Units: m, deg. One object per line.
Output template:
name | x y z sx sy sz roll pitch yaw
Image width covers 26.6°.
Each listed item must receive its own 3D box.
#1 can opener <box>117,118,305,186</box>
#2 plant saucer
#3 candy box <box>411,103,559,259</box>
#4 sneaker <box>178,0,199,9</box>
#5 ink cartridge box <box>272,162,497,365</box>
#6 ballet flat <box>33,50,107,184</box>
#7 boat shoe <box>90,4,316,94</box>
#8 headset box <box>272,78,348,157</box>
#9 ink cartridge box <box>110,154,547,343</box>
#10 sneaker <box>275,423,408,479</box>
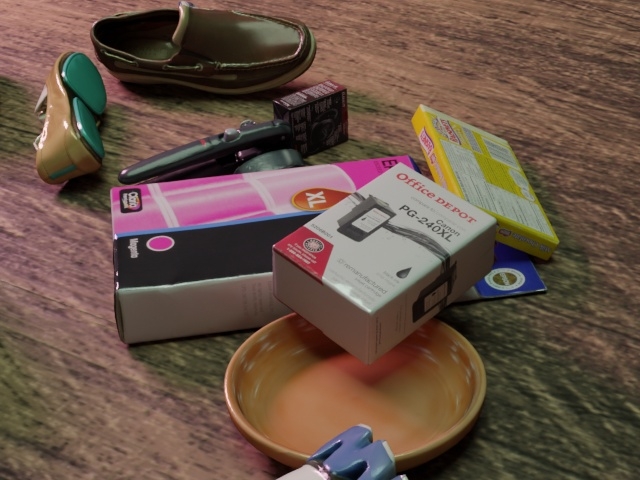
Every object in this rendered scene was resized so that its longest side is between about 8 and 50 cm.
can opener | -0.110 -0.079 1.343 0.186 0.059 0.073 -12 33 -15
plant saucer | 0.027 0.117 1.038 0.199 0.037 0.200 -1 32 1
candy box | 0.151 -0.059 1.277 0.105 0.027 0.206 19 26 -17
sneaker | -0.135 -0.248 1.637 0.058 0.052 0.135 -6 38 -24
ink cartridge box | 0.052 0.014 1.079 0.109 0.063 0.150 33 53 32
ballet flat | -0.273 -0.133 1.435 0.073 0.080 0.232 -32 29 9
boat shoe | -0.137 -0.218 1.514 0.257 0.095 0.095 -2 72 14
headset box | -0.006 -0.126 1.407 0.083 0.062 0.032 -25 39 -30
ink cartridge box | 0.000 0.000 1.210 0.370 0.069 0.176 -5 32 -8
sneaker | 0.002 0.239 0.780 0.182 0.128 0.315 -17 28 -16
